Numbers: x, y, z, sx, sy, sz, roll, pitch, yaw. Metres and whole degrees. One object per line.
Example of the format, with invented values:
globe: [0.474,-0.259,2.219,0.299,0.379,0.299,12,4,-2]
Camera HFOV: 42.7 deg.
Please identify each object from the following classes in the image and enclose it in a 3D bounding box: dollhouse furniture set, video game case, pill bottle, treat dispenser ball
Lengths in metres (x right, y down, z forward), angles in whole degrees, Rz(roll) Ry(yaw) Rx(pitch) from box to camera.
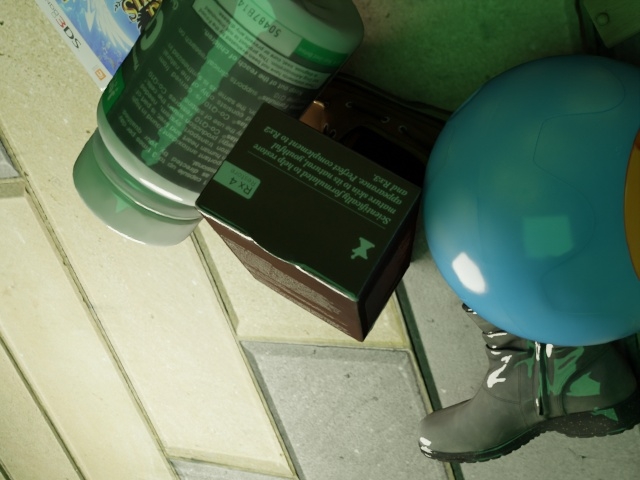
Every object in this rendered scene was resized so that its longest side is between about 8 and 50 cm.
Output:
dollhouse furniture set: [0.248,-0.252,0.744,0.123,0.151,0.144,-27,90,51]
video game case: [-0.272,-0.359,1.067,0.270,0.061,0.244,-23,109,40]
pill bottle: [-0.132,-0.170,0.962,0.204,0.204,0.361,42,118,-1]
treat dispenser ball: [0.246,-0.039,0.818,0.288,0.288,0.288,17,129,21]

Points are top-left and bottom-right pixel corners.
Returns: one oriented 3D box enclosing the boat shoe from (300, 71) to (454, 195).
boat shoe: [0.041,-0.130,1.006,0.308,0.104,0.110,14,130,25]

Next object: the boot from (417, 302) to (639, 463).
boot: [0.244,0.166,1.107,0.338,0.118,0.222,-23,105,29]

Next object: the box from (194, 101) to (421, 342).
box: [0.000,0.000,0.972,0.191,0.143,0.381,30,172,10]
